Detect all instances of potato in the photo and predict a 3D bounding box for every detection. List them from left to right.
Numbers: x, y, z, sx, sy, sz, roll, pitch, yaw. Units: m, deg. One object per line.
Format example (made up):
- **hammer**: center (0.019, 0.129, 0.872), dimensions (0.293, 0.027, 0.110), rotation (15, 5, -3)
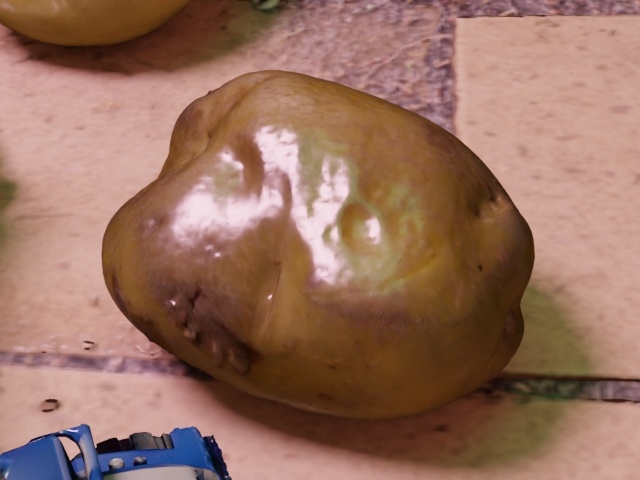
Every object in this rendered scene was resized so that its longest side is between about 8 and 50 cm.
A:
- **potato**: center (0.001, 0.003, 0.659), dimensions (0.200, 0.137, 0.155), rotation (16, 75, 19)

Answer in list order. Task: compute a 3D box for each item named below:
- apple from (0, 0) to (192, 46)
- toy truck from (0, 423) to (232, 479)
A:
- **apple**: center (-0.140, -0.214, 0.871), dimensions (0.200, 0.200, 0.200), rotation (-2, 42, 1)
- **toy truck**: center (-0.127, 0.134, 0.520), dimensions (0.208, 0.126, 0.113), rotation (-15, 43, -12)
